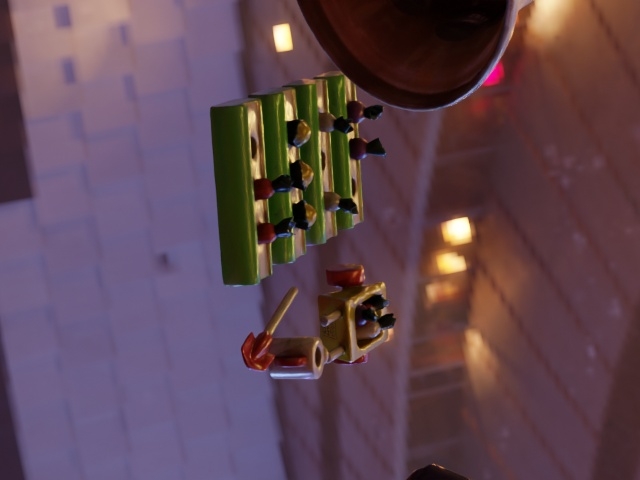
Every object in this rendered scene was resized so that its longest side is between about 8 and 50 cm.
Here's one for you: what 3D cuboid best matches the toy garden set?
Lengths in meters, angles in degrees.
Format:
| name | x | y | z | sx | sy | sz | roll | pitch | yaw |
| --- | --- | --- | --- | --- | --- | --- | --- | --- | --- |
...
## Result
| name | x | y | z | sx | sy | sz | roll | pitch | yaw |
| --- | --- | --- | --- | --- | --- | --- | --- | --- | --- |
| toy garden set | 0.000 | 0.000 | 1.193 | 0.244 | 0.049 | 0.203 | -31 | 119 | -70 |

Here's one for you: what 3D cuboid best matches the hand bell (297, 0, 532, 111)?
| name | x | y | z | sx | sy | sz | roll | pitch | yaw |
| --- | --- | --- | --- | --- | --- | --- | --- | --- | --- |
| hand bell | 0.114 | -0.147 | 0.767 | 0.126 | 0.242 | 0.126 | 27 | -52 | 40 |

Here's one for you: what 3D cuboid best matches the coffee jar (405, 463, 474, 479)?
| name | x | y | z | sx | sy | sz | roll | pitch | yaw |
| --- | --- | --- | --- | --- | --- | --- | --- | --- | --- |
| coffee jar | 0.050 | 0.222 | 1.030 | 0.079 | 0.184 | 0.096 | 20 | -18 | 39 |
